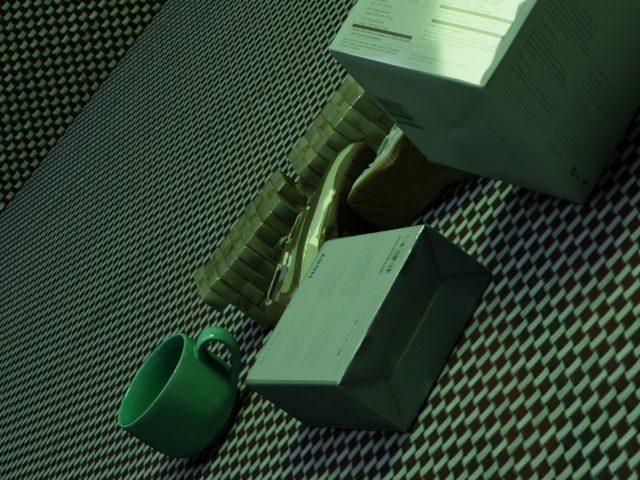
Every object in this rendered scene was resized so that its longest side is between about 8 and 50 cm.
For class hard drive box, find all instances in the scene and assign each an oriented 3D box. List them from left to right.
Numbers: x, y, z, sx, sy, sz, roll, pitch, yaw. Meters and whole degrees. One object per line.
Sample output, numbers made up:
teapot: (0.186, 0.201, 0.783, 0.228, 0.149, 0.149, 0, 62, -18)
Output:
hard drive box: (0.042, 0.087, 1.840, 0.181, 0.089, 0.232, -60, 19, -15)

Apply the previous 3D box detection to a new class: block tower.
block tower: (-0.010, -0.049, 2.210, 0.335, 0.097, 0.091, -51, 18, 7)

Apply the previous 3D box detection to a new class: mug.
mug: (-0.149, 0.181, 2.141, 0.158, 0.097, 0.129, -28, 32, 53)

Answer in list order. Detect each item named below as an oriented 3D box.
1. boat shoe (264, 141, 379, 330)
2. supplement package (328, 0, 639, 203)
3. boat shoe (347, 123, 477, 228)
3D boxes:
boat shoe: (-0.004, -0.005, 2.073, 0.095, 0.095, 0.257, -10, 42, 32)
supplement package: (0.187, -0.210, 1.725, 0.198, 0.199, 0.262, 19, 73, 43)
boat shoe: (0.124, -0.113, 1.972, 0.277, 0.098, 0.096, -35, 28, 49)
